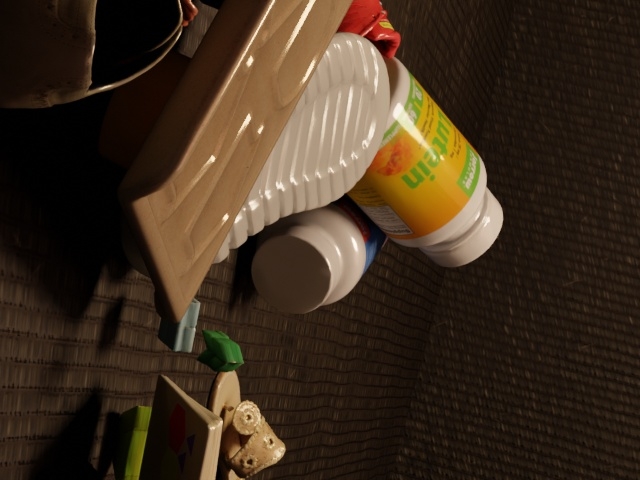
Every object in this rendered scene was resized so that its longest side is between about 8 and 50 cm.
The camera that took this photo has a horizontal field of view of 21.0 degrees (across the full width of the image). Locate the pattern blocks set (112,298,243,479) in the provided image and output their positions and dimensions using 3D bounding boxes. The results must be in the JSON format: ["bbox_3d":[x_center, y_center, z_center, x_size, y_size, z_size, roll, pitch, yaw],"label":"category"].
[{"bbox_3d":[-0.121,0.217,1.439,0.285,0.026,0.324,-133,-127,-59],"label":"pattern blocks set"}]

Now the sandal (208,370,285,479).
[{"bbox_3d":[-0.077,0.235,1.954,0.240,0.079,0.088,93,16,-45],"label":"sandal"}]

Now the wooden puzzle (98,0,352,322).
[{"bbox_3d":[-0.069,-0.127,1.281,0.322,0.080,0.348,-62,175,-16],"label":"wooden puzzle"}]

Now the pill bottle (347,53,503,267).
[{"bbox_3d":[0.095,-0.079,1.869,0.245,0.136,0.136,45,53,-38],"label":"pill bottle"}]

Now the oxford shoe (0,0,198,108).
[{"bbox_3d":[-0.132,-0.146,1.072,0.348,0.130,0.123,-55,155,-62],"label":"oxford shoe"}]

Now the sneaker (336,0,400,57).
[{"bbox_3d":[0.030,-0.233,1.793,0.107,0.118,0.279,80,27,-66],"label":"sneaker"}]

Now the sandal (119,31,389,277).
[{"bbox_3d":[-0.064,-0.096,1.569,0.416,0.102,0.169,-32,133,-53],"label":"sandal"}]

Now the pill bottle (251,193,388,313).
[{"bbox_3d":[0.000,0.000,1.922,0.221,0.124,0.124,-53,155,-64],"label":"pill bottle"}]

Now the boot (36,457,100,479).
[{"bbox_3d":[-0.173,0.214,1.410,0.121,0.099,0.045,21,85,-79],"label":"boot"}]
